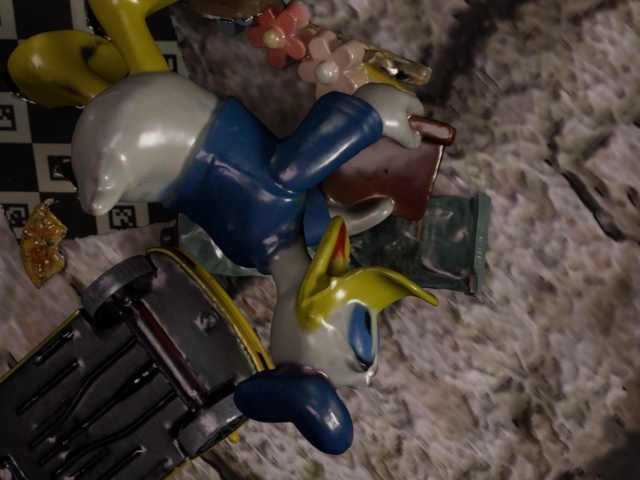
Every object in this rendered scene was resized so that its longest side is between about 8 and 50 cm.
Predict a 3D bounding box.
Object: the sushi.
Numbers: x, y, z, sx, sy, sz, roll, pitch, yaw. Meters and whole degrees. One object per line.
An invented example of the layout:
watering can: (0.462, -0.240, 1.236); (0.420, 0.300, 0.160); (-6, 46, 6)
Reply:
sushi: (-0.185, -0.133, 1.094); (0.193, 0.043, 0.279); (-12, 119, 12)

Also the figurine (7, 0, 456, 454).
figurine: (-0.030, -0.012, 0.976); (0.204, 0.284, 0.338); (-47, 53, 50)

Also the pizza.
pizza: (-0.217, 0.003, 1.145); (0.037, 0.016, 0.083); (9, 121, -8)

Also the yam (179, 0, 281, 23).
yam: (-0.072, -0.268, 0.976); (0.129, 0.238, 0.128); (38, 70, 21)

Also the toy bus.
toy bus: (-0.174, 0.146, 1.092); (0.331, 0.151, 0.145); (-40, 79, 15)

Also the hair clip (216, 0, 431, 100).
hair clip: (-0.019, -0.150, 1.081); (0.214, 0.056, 0.062); (28, 133, 10)

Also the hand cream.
hand cream: (0.000, 0.000, 1.087); (0.248, 0.052, 0.075); (2, 96, 13)
